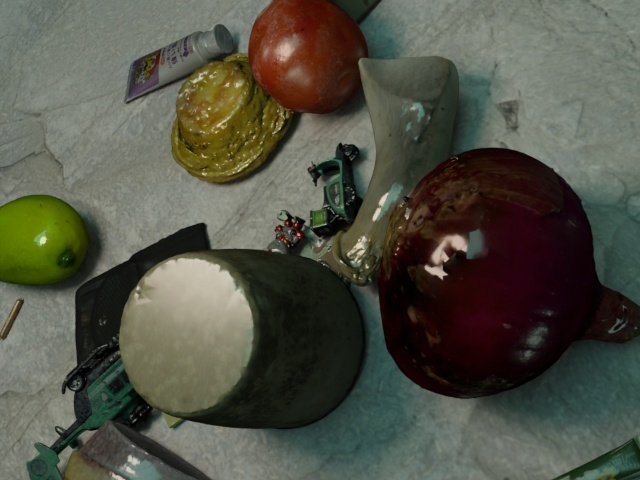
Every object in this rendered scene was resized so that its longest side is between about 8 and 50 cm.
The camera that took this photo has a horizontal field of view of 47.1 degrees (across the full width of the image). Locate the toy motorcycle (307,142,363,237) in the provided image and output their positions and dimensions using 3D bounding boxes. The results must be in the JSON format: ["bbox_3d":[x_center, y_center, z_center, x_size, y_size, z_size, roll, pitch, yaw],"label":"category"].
[{"bbox_3d":[0.026,-0.098,1.315,0.100,0.058,0.173,-13,61,21],"label":"toy motorcycle"}]

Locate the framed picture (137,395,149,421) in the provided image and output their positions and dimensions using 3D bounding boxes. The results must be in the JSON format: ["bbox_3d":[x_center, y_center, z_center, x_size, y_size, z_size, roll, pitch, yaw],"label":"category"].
[{"bbox_3d":[-0.352,0.262,1.390,0.109,0.011,0.149,3,72,29],"label":"framed picture"}]

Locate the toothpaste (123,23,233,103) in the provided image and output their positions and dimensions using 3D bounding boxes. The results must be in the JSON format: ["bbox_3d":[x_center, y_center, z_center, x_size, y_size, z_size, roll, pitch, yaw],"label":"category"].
[{"bbox_3d":[-0.327,-0.395,1.622,0.299,0.073,0.114,-14,63,31],"label":"toothpaste"}]

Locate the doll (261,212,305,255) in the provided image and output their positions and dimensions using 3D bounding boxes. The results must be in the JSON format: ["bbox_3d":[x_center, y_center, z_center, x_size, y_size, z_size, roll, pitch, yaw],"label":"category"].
[{"bbox_3d":[-0.077,0.035,1.316,0.109,0.057,0.169,18,75,40],"label":"doll"}]

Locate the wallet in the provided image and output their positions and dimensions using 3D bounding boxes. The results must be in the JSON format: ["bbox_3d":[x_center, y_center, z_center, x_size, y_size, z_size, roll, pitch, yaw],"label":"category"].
[{"bbox_3d":[-0.345,0.125,1.422,0.322,0.041,0.247,-24,59,12],"label":"wallet"}]

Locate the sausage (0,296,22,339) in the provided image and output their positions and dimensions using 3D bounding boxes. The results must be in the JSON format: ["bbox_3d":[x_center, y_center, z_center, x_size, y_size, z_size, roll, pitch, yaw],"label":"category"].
[{"bbox_3d":[-0.671,0.170,1.590,0.015,0.015,0.100,17,79,32],"label":"sausage"}]

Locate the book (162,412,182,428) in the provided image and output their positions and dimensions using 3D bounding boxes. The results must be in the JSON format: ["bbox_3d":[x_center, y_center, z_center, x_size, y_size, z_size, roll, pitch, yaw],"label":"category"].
[{"bbox_3d":[-0.264,0.273,1.333,0.077,0.014,0.111,-36,62,4],"label":"book"}]

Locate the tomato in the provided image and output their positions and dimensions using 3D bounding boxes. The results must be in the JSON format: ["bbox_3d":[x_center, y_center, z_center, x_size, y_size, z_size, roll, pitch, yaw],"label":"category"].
[{"bbox_3d":[-0.017,-0.347,1.344,0.189,0.231,0.232,-54,44,48],"label":"tomato"}]

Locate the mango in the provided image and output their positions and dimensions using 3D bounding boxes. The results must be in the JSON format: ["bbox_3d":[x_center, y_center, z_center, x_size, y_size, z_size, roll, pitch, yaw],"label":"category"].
[{"bbox_3d":[-0.633,-0.001,1.557,0.342,0.156,0.193,1,69,29],"label":"mango"}]

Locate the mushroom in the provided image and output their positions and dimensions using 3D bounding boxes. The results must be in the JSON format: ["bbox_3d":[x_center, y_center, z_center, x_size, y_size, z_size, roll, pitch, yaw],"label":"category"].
[{"bbox_3d":[0.127,-0.114,1.225,0.177,0.126,0.397,5,73,15],"label":"mushroom"}]

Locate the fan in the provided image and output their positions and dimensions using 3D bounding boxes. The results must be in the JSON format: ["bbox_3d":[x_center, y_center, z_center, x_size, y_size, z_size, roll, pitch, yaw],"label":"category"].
[{"bbox_3d":[0.000,0.000,1.318,0.226,0.008,0.153,36,88,33],"label":"fan"}]

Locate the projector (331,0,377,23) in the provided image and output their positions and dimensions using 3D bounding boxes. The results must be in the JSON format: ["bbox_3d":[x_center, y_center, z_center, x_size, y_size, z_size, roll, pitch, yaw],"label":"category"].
[{"bbox_3d":[0.002,-0.547,1.406,0.163,0.242,0.177,-46,55,0],"label":"projector"}]

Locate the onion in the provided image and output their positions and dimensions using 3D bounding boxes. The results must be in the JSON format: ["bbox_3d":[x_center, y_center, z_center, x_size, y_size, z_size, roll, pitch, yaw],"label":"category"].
[{"bbox_3d":[0.269,0.063,1.009,0.385,0.348,0.348,19,77,-4],"label":"onion"}]

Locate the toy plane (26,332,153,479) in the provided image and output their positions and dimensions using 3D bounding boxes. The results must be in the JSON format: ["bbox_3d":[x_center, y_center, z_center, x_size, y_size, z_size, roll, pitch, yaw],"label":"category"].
[{"bbox_3d":[-0.400,0.301,1.325,0.381,0.106,0.155,-44,89,4],"label":"toy plane"}]

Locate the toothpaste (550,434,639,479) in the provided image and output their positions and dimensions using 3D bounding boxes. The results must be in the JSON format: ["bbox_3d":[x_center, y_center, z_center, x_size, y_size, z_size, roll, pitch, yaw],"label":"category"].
[{"bbox_3d":[0.350,0.326,0.989,0.204,0.031,0.049,-29,61,12],"label":"toothpaste"}]

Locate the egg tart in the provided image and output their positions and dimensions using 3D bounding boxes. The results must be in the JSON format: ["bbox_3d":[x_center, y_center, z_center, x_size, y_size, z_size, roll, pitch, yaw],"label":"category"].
[{"bbox_3d":[-0.192,-0.259,1.457,0.293,0.123,0.294,-11,66,25],"label":"egg tart"}]

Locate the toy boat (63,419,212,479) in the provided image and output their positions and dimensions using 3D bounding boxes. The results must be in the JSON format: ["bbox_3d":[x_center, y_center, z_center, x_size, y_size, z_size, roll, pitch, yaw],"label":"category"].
[{"bbox_3d":[-0.334,0.450,1.229,0.276,0.111,0.293,41,87,17],"label":"toy boat"}]

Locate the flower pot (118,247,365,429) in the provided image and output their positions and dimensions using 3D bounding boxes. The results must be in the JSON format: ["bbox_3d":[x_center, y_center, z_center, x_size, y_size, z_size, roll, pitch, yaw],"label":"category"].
[{"bbox_3d":[-0.121,0.151,1.101,0.293,0.330,0.294,-3,82,21],"label":"flower pot"}]
